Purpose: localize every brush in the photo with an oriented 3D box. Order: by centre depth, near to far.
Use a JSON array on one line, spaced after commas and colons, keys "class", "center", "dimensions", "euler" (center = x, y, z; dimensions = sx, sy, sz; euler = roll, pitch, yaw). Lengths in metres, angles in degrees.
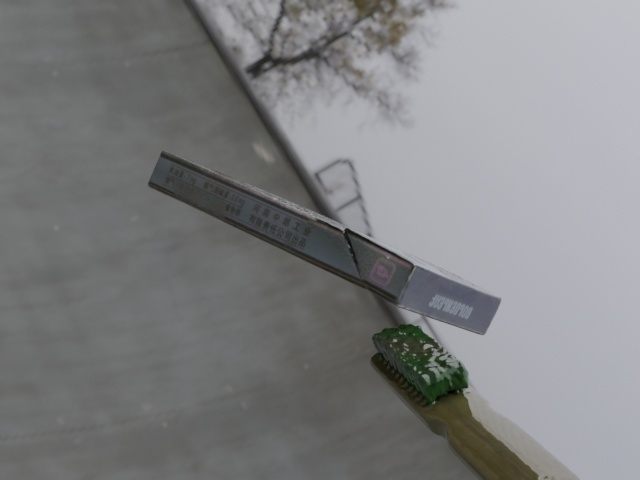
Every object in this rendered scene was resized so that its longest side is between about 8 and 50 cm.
[{"class": "brush", "center": [0.109, 0.127, 0.958], "dimensions": [0.282, 0.054, 0.048], "euler": [-139, -148, -64]}]

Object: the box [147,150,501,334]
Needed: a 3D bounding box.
[{"class": "box", "center": [0.001, 0.000, 1.214], "dimensions": [0.325, 0.047, 0.180], "euler": [24, 1, 35]}]
